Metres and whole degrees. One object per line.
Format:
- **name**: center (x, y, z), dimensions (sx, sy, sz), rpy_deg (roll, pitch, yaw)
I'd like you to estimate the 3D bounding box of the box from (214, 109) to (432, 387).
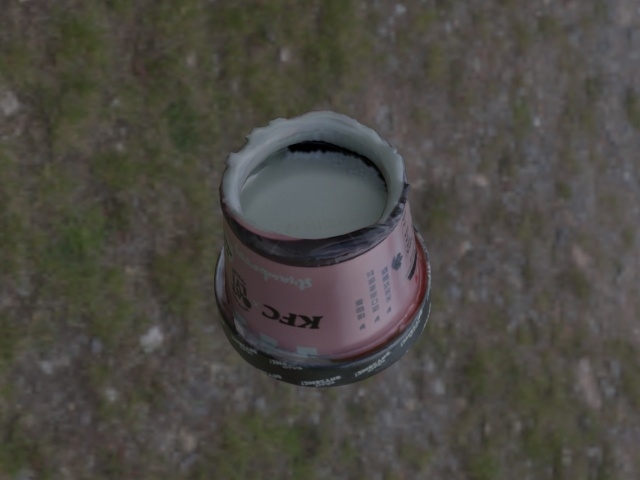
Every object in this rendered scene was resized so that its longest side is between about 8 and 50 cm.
- **box**: center (0.000, 0.000, 0.912), dimensions (0.135, 0.151, 0.151), rpy_deg (86, 25, -53)
